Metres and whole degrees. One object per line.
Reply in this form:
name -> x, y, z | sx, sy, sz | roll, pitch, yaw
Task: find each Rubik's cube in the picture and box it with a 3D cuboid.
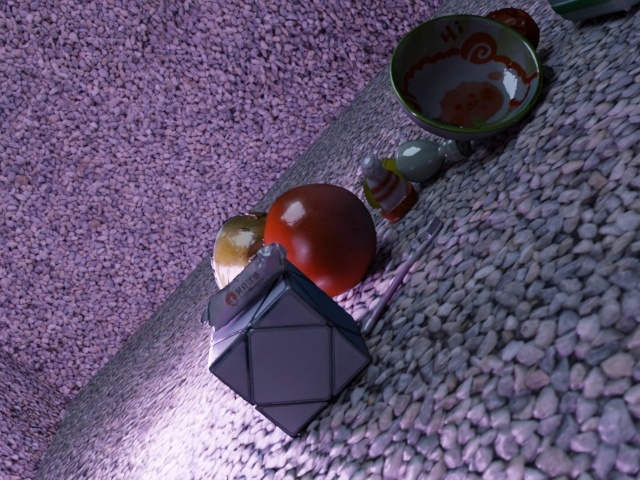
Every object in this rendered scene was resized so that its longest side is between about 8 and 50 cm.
Rubik's cube -> -0.061, 0.185, 1.142 | 0.207, 0.205, 0.205 | -44, 15, 6

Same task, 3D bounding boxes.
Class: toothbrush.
toothbrush -> 0.156, 0.063, 1.205 | 0.286, 0.025, 0.020 | -53, 15, -21

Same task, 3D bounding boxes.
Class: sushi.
sushi -> 0.486, -0.367, 1.402 | 0.083, 0.044, 0.046 | -95, 28, -73

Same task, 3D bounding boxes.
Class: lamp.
lamp -> 0.261, -0.199, 1.471 | 0.193, 0.106, 0.106 | -17, 32, 46

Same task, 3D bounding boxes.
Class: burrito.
burrito -> -0.131, 0.080, 1.098 | 0.203, 0.064, 0.064 | -44, 15, 19

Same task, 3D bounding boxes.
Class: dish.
dish -> 0.166, -0.170, 1.689 | 0.149, 0.080, 0.207 | -38, 18, 28
dish -> 0.313, -0.337, 1.394 | 0.324, 0.324, 0.124 | -52, -18, -19

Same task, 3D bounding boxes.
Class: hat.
hat -> 0.148, -0.133, 1.476 | 0.094, 0.162, 0.112 | -30, 26, 40

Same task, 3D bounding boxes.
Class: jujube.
jujube -> 0.412, -0.443, 1.529 | 0.250, 0.174, 0.174 | -40, 16, 18

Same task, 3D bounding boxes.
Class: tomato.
tomato -> 0.000, 0.000, 1.369 | 0.224, 0.256, 0.255 | -23, 27, 43

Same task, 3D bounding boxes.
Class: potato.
potato -> -0.106, 0.071, 1.556 | 0.196, 0.300, 0.246 | 9, 72, 38

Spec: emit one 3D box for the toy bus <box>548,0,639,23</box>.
toy bus -> 0.612, -0.571, 1.368 | 0.164, 0.134, 0.276 | -46, 14, 1
